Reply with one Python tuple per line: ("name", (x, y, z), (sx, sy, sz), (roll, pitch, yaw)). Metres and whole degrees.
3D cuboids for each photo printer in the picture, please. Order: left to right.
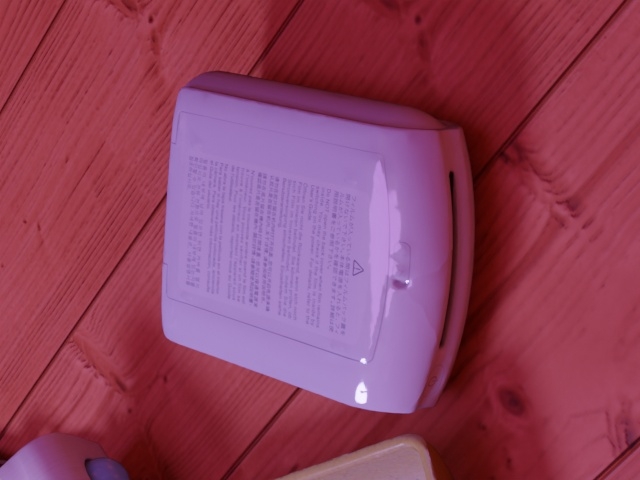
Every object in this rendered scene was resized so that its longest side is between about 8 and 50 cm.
("photo printer", (0.000, 0.000, 1.457), (0.307, 0.107, 0.256), (14, 105, 44))

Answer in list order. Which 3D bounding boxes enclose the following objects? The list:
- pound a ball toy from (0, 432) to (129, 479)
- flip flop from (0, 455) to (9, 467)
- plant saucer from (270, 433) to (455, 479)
("pound a ball toy", (-0.201, 0.326, 1.595), (0.136, 0.208, 0.319), (-42, 62, 9))
("flip flop", (-0.338, 0.276, 1.854), (0.277, 0.080, 0.112), (0, 94, 44))
("plant saucer", (0.044, 0.354, 1.470), (0.333, 0.081, 0.333), (-26, 75, 45))
